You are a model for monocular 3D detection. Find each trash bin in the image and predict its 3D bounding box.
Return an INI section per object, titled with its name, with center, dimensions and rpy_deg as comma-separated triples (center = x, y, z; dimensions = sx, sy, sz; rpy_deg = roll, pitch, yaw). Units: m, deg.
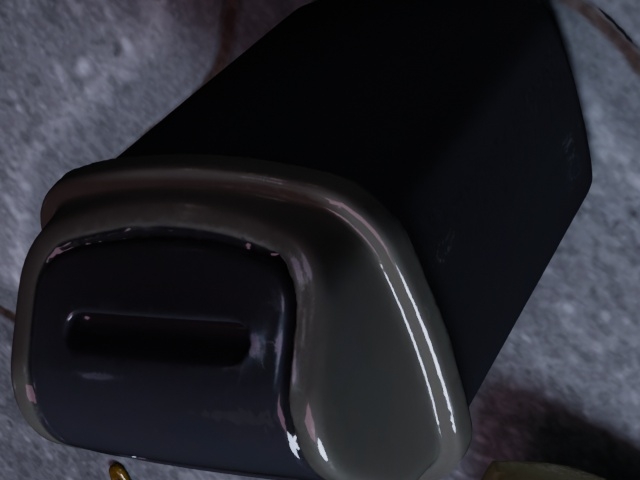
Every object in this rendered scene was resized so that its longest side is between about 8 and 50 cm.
[trash bin]
center = 0.000, 0.000, 0.788
dimensions = 0.209, 0.290, 0.182
rpy_deg = 1, 126, 35

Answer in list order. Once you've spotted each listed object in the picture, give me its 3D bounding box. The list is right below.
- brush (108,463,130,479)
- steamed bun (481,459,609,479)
[brush]
center = -0.141, 0.250, 1.323
dimensions = 0.043, 0.014, 0.170
rpy_deg = 5, 126, 36
[steamed bun]
center = 0.178, 0.245, 1.007
dimensions = 0.231, 0.110, 0.212
rpy_deg = 35, 121, 11
